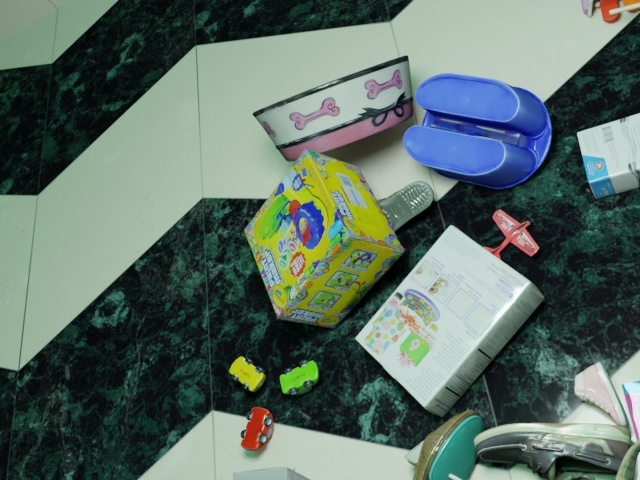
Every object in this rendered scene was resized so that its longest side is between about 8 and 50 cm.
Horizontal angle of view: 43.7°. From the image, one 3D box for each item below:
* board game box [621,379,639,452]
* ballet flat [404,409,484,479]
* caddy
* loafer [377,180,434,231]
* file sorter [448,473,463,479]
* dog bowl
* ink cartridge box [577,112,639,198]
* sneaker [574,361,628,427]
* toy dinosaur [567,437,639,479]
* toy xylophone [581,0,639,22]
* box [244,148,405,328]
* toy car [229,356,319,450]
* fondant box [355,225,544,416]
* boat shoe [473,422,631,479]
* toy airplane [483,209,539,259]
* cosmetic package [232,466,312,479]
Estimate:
[{"bbox_3d":[0.657,0.371,1.332,0.224,0.097,0.303,-18,53,21],"label":"board game box"},{"bbox_3d":[0.205,0.482,1.550,0.124,0.116,0.342,3,66,53],"label":"ballet flat"},{"bbox_3d":[0.363,-0.255,1.855,0.341,0.179,0.241,19,95,38],"label":"caddy"},{"bbox_3d":[0.172,-0.063,1.922,0.251,0.087,0.094,-27,88,26],"label":"loafer"},{"bbox_3d":[0.256,0.580,1.383,0.173,0.193,0.277,20,74,38],"label":"file sorter"},{"bbox_3d":[0.048,-0.320,1.980,0.408,0.150,0.408,-20,10,4],"label":"dog bowl"},{"bbox_3d":[0.657,-0.185,1.686,0.191,0.082,0.139,-15,55,22],"label":"ink cartridge box"},{"bbox_3d":[0.521,0.298,1.492,0.070,0.051,0.134,-28,48,16],"label":"sneaker"},{"bbox_3d":[0.489,0.459,1.377,0.118,0.064,0.268,8,91,38],"label":"toy dinosaur"},{"bbox_3d":[0.770,-0.617,1.886,0.323,0.081,0.236,-6,59,29],"label":"toy xylophone"},{"bbox_3d":[0.000,0.000,1.855,0.279,0.177,0.290,-51,44,28],"label":"box"},{"bbox_3d":[-0.094,0.348,1.840,0.225,0.053,0.239,-27,52,15],"label":"toy car"},{"bbox_3d":[0.267,0.166,1.684,0.330,0.096,0.238,-49,49,2],"label":"fondant box"},{"bbox_3d":[0.422,0.392,1.462,0.285,0.103,0.092,-7,53,21],"label":"boat shoe"},{"bbox_3d":[0.414,0.003,1.756,0.151,0.028,0.151,-17,53,24],"label":"toy airplane"},{"bbox_3d":[-0.065,0.532,1.587,0.127,0.238,0.107,-13,58,21],"label":"cosmetic package"}]
